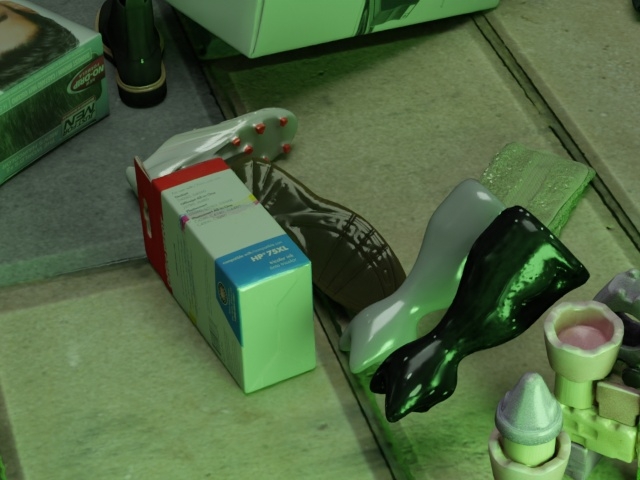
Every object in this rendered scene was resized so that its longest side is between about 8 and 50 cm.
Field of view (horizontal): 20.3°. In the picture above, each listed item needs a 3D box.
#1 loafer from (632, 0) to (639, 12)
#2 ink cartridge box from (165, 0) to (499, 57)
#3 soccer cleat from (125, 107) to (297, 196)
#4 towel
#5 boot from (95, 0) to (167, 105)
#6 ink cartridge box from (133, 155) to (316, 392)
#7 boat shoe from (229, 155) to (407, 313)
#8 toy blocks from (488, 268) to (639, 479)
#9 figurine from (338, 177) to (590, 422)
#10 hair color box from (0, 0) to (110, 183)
[{"bbox_3d":[0.476,-0.295,2.096,0.223,0.076,0.078,-1,51,13],"label":"loafer"},{"bbox_3d":[-0.008,-0.366,2.062,0.395,0.166,0.285,-17,39,-39],"label":"ink cartridge box"},{"bbox_3d":[-0.114,-0.097,1.878,0.196,0.068,0.076,-28,43,-25],"label":"soccer cleat"},{"bbox_3d":[0.211,-0.049,1.838,0.110,0.027,0.148,16,42,22],"label":"towel"},{"bbox_3d":[-0.215,-0.262,2.026,0.077,0.137,0.198,-14,40,-14],"label":"boot"},{"bbox_3d":[-0.093,0.017,1.680,0.078,0.134,0.231,-20,43,-20],"label":"ink cartridge box"},{"bbox_3d":[-0.001,0.000,1.744,0.223,0.073,0.080,37,84,17],"label":"boat shoe"},{"bbox_3d":[0.314,0.113,1.452,0.289,0.260,0.309,18,43,23],"label":"toy blocks"},{"bbox_3d":[0.109,0.056,1.588,0.209,0.092,0.215,-46,18,0],"label":"figurine"},{"bbox_3d":[-0.434,-0.208,1.986,0.374,0.113,0.185,27,47,29],"label":"hair color box"}]
